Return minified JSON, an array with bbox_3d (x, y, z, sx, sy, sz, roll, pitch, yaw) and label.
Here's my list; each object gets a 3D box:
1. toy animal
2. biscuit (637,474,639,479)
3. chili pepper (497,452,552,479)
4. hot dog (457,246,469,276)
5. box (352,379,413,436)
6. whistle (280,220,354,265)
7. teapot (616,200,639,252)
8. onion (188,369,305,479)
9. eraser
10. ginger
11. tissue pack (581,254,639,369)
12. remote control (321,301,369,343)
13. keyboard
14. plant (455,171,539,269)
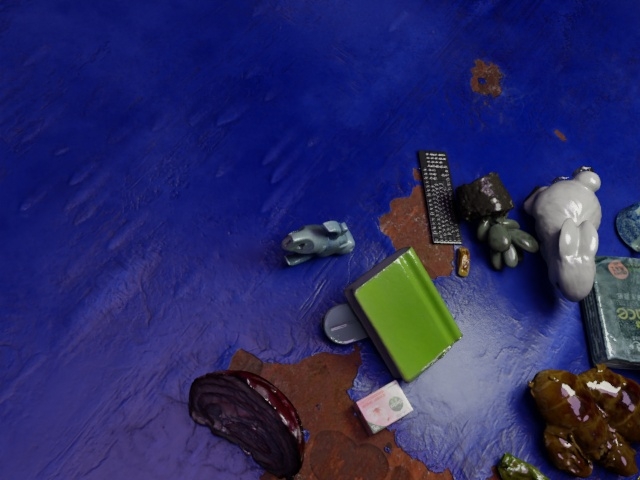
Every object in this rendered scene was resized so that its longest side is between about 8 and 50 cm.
[{"bbox_3d":[0.688,-0.013,1.918,0.193,0.258,0.357,12,42,-5],"label":"toy animal"},{"bbox_3d":[0.849,0.634,1.783,0.083,0.023,0.084,5,64,-10],"label":"biscuit"},{"bbox_3d":[0.527,0.597,1.702,0.204,0.073,0.072,30,79,15],"label":"chili pepper"},{"bbox_3d":[0.403,0.056,1.955,0.030,0.034,0.090,10,62,-9],"label":"hot dog"},{"bbox_3d":[0.153,0.413,1.719,0.125,0.043,0.089,-25,73,-22],"label":"box"},{"bbox_3d":[0.000,0.000,1.818,0.269,0.180,0.093,-8,65,-51],"label":"whistle"},{"bbox_3d":[0.983,-0.054,2.079,0.158,0.159,0.232,27,62,1],"label":"teapot"},{"bbox_3d":[-0.132,0.378,1.557,0.314,0.280,0.146,40,48,7],"label":"onion"},{"bbox_3d":[0.211,0.185,1.754,0.210,0.092,0.274,-36,99,-17],"label":"eraser"},{"bbox_3d":[0.707,0.454,1.765,0.357,0.152,0.274,1,65,-10],"label":"ginger"},{"bbox_3d":[0.852,0.202,1.948,0.227,0.103,0.316,4,63,-10],"label":"tissue pack"},{"bbox_3d":[0.121,0.193,1.798,0.247,0.052,0.104,-15,92,-16],"label":"remote control"},{"bbox_3d":[0.346,-0.130,2.041,0.100,0.018,0.310,2,64,-13],"label":"keyboard"},{"bbox_3d":[0.492,-0.052,1.969,0.149,0.146,0.275,-22,83,-48],"label":"plant"}]
